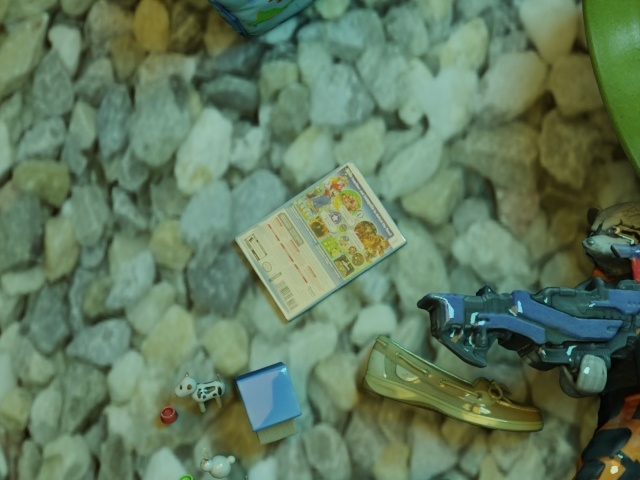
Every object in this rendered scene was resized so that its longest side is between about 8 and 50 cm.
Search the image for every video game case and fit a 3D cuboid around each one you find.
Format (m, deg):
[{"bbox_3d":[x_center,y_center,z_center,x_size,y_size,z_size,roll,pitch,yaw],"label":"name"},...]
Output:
[{"bbox_3d":[0.000,0.000,1.365,0.122,0.011,0.087,-34,79,3],"label":"video game case"}]

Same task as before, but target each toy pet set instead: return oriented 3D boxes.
[{"bbox_3d":[-0.074,0.147,1.304,0.114,0.065,0.122,-19,45,-6],"label":"toy pet set"}]

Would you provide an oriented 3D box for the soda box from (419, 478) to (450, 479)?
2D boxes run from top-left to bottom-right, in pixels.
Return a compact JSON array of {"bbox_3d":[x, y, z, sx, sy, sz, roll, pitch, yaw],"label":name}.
[{"bbox_3d":[0.017,0.229,1.308,0.183,0.063,0.058,-6,82,7],"label":"soda box"}]

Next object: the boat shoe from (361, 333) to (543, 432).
[{"bbox_3d":[0.111,0.120,1.313,0.153,0.056,0.048,16,90,17],"label":"boat shoe"}]

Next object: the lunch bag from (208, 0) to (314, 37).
[{"bbox_3d":[-0.028,-0.255,1.294,0.176,0.219,0.090,-36,80,2],"label":"lunch bag"}]

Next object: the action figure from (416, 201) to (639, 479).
[{"bbox_3d":[0.210,0.123,1.243,0.341,0.178,0.330,11,79,-15],"label":"action figure"}]

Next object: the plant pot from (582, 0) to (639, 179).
[{"bbox_3d":[0.392,-0.168,1.151,0.353,0.366,0.366,-18,80,30],"label":"plant pot"}]
